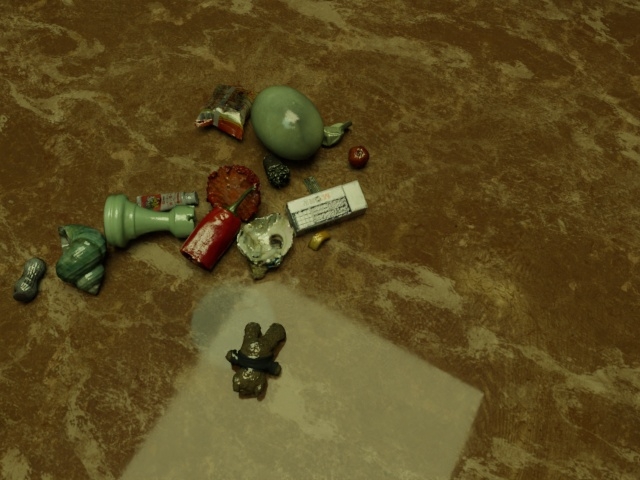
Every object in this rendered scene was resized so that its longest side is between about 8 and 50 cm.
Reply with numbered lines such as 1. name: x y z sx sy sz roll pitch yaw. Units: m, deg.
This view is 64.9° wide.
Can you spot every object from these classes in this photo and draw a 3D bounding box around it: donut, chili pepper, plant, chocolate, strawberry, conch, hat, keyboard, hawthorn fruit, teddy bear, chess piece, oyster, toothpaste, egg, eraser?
1. donut: 0.000 0.000 1.867 0.038 0.067 0.083 42 37 25
2. chili pepper: -0.355 -0.057 1.814 0.135 0.131 0.338 28 76 17
3. plant: -0.174 -0.269 1.971 0.095 0.092 0.143 -20 56 -19
4. chocolate: -1.010 0.136 1.750 0.072 0.072 0.166 6 60 2
5. strawberry: -0.309 -0.195 1.905 0.234 0.233 0.178 17 32 7
6. conch: -0.833 0.058 1.746 0.195 0.220 0.277 -25 87 -58
7. hat: 0.053 -0.446 2.086 0.166 0.081 0.122 -32 23 -26
8. keyboard: -0.021 -0.198 1.977 0.049 0.015 0.129 -23 65 -12
9. hawthorn fruit: 0.152 -0.332 2.013 0.093 0.093 0.093 1 62 -1
10. teddy bear: -0.211 0.365 1.615 0.182 0.129 0.251 9 62 6
11. chess piece: -0.606 -0.070 1.815 0.299 0.194 0.194 0 62 -11
12. oyster: -0.193 0.009 1.828 0.223 0.083 0.214 -25 67 -14
13. toothpaste: -0.587 -0.146 1.922 0.234 0.057 0.089 -9 64 3
14. egg: -0.132 -0.462 1.976 0.259 0.258 0.352 -34 65 -17
15. eraser: 0.022 -0.122 1.893 0.287 0.086 0.130 -18 77 -10

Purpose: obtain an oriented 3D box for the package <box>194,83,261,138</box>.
1. package: -0.373 -0.560 2.109 0.224 0.108 0.288 15 61 5
